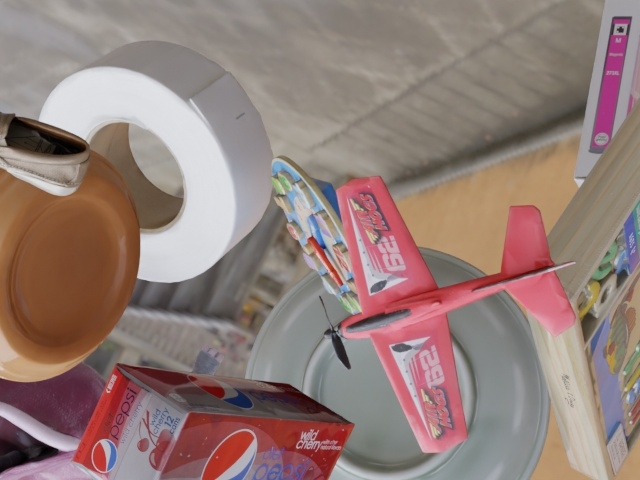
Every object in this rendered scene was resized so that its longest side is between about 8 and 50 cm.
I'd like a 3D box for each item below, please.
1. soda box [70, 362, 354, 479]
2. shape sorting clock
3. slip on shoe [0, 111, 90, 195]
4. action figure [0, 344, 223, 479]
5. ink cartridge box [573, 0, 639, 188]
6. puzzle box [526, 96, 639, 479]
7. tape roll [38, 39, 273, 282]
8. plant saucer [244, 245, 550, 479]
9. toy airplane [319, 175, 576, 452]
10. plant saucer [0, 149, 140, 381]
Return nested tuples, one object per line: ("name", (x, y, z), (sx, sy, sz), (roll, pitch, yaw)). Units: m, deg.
("soda box", (-0.080, 0.167, 1.077), (0.083, 0.092, 0.263), (28, -175, 30))
("shape sorting clock", (0.000, 0.000, 1.420), (0.206, 0.040, 0.206), (51, 162, 24))
("slip on shoe", (-0.228, -0.075, 0.914), (0.135, 0.051, 0.041), (25, 139, -13))
("action figure", (-0.246, 0.237, 1.589), (0.370, 0.248, 0.276), (14, 178, 5))
("ink cartridge box", (0.419, -0.215, 1.769), (0.069, 0.371, 0.176), (2, 160, 26))
("puzzle box", (0.306, 0.043, 1.245), (0.052, 0.272, 0.409), (25, 159, 29))
("tape roll", (-0.200, -0.095, 1.573), (0.286, 0.100, 0.286), (14, 122, 23))
("plant saucer", (0.089, 0.197, 1.642), (0.400, 0.400, 0.100), (23, 175, 13))
("toy airplane", (0.065, 0.028, 0.670), (0.151, 0.151, 0.028), (20, -164, 24))
("plant saucer", (-0.213, 0.021, 1.048), (0.037, 0.200, 0.200), (14, 165, 35))
